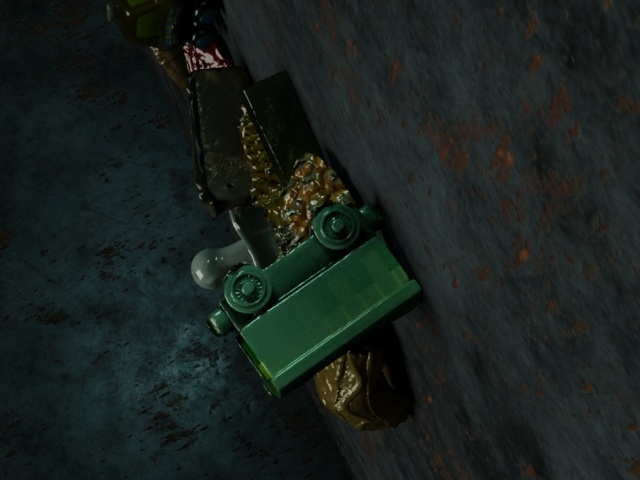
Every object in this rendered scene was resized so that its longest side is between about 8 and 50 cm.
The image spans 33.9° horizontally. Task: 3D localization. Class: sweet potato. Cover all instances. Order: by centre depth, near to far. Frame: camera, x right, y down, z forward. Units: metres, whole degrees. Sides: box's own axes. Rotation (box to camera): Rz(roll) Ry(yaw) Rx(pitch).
[{"bbox_3d":[-0.423,-0.555,2.801,0.114,0.092,0.341,-58,-53,-71],"label":"sweet potato"}]

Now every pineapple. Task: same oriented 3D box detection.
[{"bbox_3d":[-0.002,-0.006,1.674,0.140,0.164,0.249,17,129,67],"label":"pineapple"}]

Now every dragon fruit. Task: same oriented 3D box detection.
[{"bbox_3d":[-0.247,-0.390,2.219,0.192,0.092,0.122,67,170,-12],"label":"dragon fruit"}]

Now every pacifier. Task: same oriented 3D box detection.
[{"bbox_3d":[-0.168,0.028,2.383,0.288,0.269,0.343,-30,-81,-74],"label":"pacifier"}]

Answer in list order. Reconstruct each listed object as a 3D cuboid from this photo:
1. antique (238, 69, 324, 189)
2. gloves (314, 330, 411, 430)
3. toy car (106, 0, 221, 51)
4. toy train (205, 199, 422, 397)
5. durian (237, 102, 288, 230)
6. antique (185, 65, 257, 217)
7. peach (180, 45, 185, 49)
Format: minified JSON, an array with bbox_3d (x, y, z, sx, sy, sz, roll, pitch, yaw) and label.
[{"bbox_3d":[-0.056,-0.170,1.779,0.220,0.080,0.081,65,172,-8],"label":"antique"},{"bbox_3d":[0.063,0.251,1.970,0.356,0.155,0.203,70,174,-47],"label":"gloves"},{"bbox_3d":[-0.323,-0.475,2.056,0.204,0.198,0.248,63,159,18],"label":"toy car"},{"bbox_3d":[-0.012,0.081,1.535,0.202,0.301,0.120,55,169,3],"label":"toy train"},{"bbox_3d":[-0.078,-0.116,1.936,0.341,0.112,0.191,76,167,-45],"label":"durian"},{"bbox_3d":[-0.191,-0.188,2.085,0.150,0.125,0.284,90,174,-73],"label":"antique"},{"bbox_3d":[-0.308,-0.480,2.449,0.083,0.050,0.077,176,93,-70],"label":"peach"}]
